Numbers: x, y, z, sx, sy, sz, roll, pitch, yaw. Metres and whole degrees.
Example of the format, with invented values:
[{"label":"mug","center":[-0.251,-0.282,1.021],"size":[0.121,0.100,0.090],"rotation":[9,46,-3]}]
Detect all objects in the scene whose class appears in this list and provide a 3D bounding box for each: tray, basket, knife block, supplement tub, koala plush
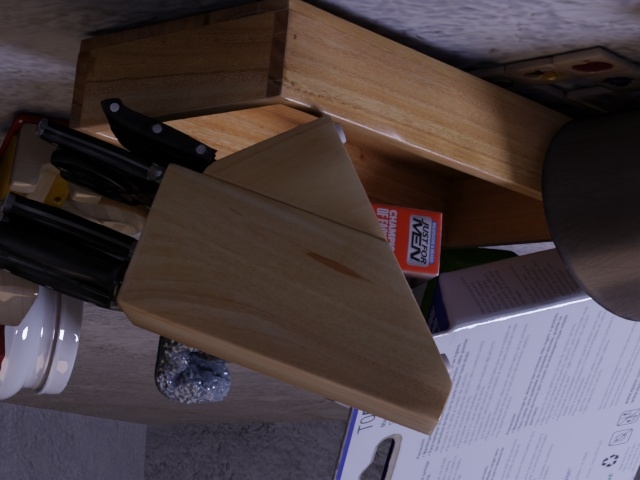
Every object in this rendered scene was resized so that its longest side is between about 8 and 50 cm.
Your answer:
[{"label":"tray","center":[0.043,-0.074,1.327],"size":[0.203,0.076,0.411],"rotation":[-5,164,43]},{"label":"basket","center":[0.304,-0.039,1.275],"size":[0.227,0.154,0.204],"rotation":[-16,162,40]},{"label":"knife block","center":[-0.075,0.033,1.149],"size":[0.242,0.275,0.088],"rotation":[-24,170,-3]},{"label":"supplement tub","center":[-0.397,0.066,1.890],"size":[0.272,0.191,0.191],"rotation":[7,168,-20]},{"label":"koala plush","center":[-0.040,0.057,1.786],"size":[0.221,0.196,0.203],"rotation":[8,159,-6]}]

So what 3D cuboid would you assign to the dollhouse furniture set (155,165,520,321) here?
[{"label":"dollhouse furniture set","center":[0.003,0.047,1.592],"size":[0.302,0.151,0.197],"rotation":[5,-161,-29]}]

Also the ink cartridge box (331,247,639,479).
[{"label":"ink cartridge box","center":[0.144,0.141,1.517],"size":[0.330,0.071,0.324],"rotation":[-10,138,-23]}]

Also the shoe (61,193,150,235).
[{"label":"shoe","center":[-0.275,-0.017,1.773],"size":[0.219,0.058,0.076],"rotation":[4,169,-7]}]

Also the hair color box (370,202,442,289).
[{"label":"hair color box","center":[0.000,0.000,1.397],"size":[0.167,0.053,0.093],"rotation":[6,168,-12]}]

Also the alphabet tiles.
[{"label":"alphabet tiles","center":[0.161,-0.100,1.376],"size":[0.237,0.009,0.198],"rotation":[-6,166,39]}]

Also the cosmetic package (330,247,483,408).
[{"label":"cosmetic package","center":[0.135,0.118,2.029],"size":[0.217,0.156,0.385],"rotation":[-5,159,32]}]

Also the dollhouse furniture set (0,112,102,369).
[{"label":"dollhouse furniture set","center":[-0.348,-0.006,1.591],"size":[0.201,0.152,0.374],"rotation":[9,141,-24]}]
